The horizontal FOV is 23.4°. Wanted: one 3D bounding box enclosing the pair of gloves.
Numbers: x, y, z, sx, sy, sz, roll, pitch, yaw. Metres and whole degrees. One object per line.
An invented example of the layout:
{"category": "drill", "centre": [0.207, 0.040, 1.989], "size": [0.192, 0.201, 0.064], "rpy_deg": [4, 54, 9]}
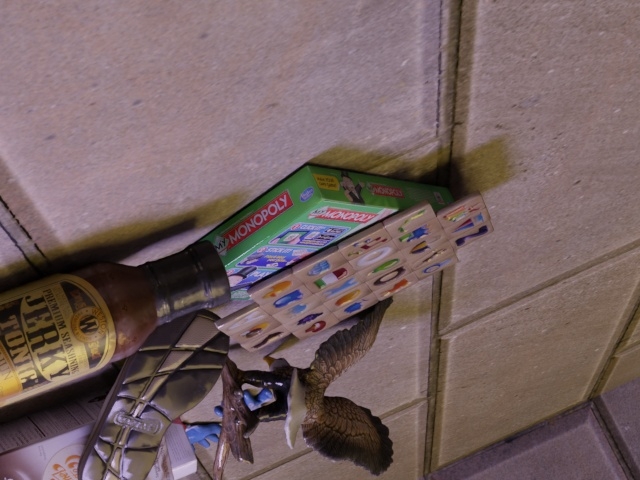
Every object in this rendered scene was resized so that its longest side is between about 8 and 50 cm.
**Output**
{"category": "pair of gloves", "centre": [-0.157, 0.281, 2.378], "size": [0.198, 0.023, 0.159], "rpy_deg": [-26, 162, 5]}

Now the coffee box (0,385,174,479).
{"category": "coffee box", "centre": [-0.321, 0.287, 1.947], "size": [0.246, 0.141, 0.098], "rpy_deg": [-19, -159, -22]}

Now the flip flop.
{"category": "flip flop", "centre": [-0.211, 0.193, 1.884], "size": [0.112, 0.080, 0.277], "rpy_deg": [24, 107, -22]}

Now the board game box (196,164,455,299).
{"category": "board game box", "centre": [0.000, 0.000, 1.760], "size": [0.213, 0.046, 0.317], "rpy_deg": [-35, 160, 25]}

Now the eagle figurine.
{"category": "eagle figurine", "centre": [-0.002, 0.203, 2.118], "size": [0.298, 0.225, 0.226], "rpy_deg": [-3, 143, -27]}

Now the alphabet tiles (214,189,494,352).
{"category": "alphabet tiles", "centre": [0.046, 0.041, 1.849], "size": [0.342, 0.011, 0.285], "rpy_deg": [-27, 163, 5]}

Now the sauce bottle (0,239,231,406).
{"category": "sauce bottle", "centre": [-0.260, 0.085, 1.555], "size": [0.344, 0.111, 0.111], "rpy_deg": [-22, 162, -16]}

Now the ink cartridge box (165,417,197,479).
{"category": "ink cartridge box", "centre": [-0.279, 0.292, 2.093], "size": [0.198, 0.115, 0.067], "rpy_deg": [-20, 162, -13]}
